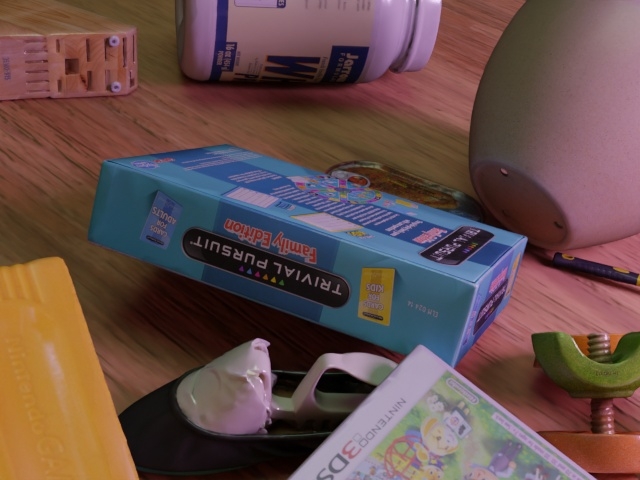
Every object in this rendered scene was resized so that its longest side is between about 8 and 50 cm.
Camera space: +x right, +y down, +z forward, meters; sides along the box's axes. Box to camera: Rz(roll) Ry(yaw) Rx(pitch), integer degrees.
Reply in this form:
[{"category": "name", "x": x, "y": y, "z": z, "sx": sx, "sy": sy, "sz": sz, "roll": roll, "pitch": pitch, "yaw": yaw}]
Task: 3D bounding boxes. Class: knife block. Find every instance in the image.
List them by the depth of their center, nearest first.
[{"category": "knife block", "x": -0.393, "y": -0.276, "z": 1.350, "sx": 0.276, "sy": 0.088, "sz": 0.242, "roll": -5, "pitch": 36, "yaw": -17}]

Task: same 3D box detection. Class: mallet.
[{"category": "mallet", "x": 0.339, "y": 0.039, "z": 1.068, "sx": 0.190, "sy": 0.039, "sz": 0.062, "roll": 20, "pitch": 35, "yaw": 26}]

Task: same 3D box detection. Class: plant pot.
[{"category": "plant pot", "x": 0.266, "y": -0.101, "z": 1.090, "sx": 0.284, "sy": 0.284, "sz": 0.191, "roll": 33, "pitch": 70, "yaw": 33}]

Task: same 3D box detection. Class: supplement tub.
[{"category": "supplement tub", "x": -0.023, "y": -0.327, "z": 1.363, "sx": 0.325, "sy": 0.235, "sz": 0.235, "roll": -1, "pitch": 34, "yaw": -11}]

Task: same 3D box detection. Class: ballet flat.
[{"category": "ballet flat", "x": -0.024, "y": 0.124, "z": 0.813, "sx": 0.280, "sy": 0.096, "sz": 0.095, "roll": 0, "pitch": 35, "yaw": -10}]

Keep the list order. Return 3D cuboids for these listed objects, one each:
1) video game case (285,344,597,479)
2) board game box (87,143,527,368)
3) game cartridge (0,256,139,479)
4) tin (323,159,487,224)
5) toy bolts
[{"category": "video game case", "x": 0.092, "y": 0.197, "z": 0.708, "sx": 0.212, "sy": 0.023, "sz": 0.193, "roll": 38, "pitch": 58, "yaw": 18}, {"category": "board game box", "x": 0.000, "y": 0.000, "z": 0.948, "sx": 0.336, "sy": 0.079, "sz": 0.254, "roll": 19, "pitch": 14, "yaw": 17}, {"category": "game cartridge", "x": -0.266, "y": 0.162, "z": 0.609, "sx": 0.324, "sy": 0.052, "sz": 0.285, "roll": -12, "pitch": 69, "yaw": -34}, {"category": "tin", "x": 0.088, "y": -0.034, "z": 1.126, "sx": 0.190, "sy": 0.040, "sz": 0.106, "roll": 23, "pitch": 33, "yaw": 22}, {"category": "toy bolts", "x": 0.284, "y": 0.154, "z": 0.840, "sx": 0.228, "sy": 0.158, "sz": 0.218, "roll": -2, "pitch": -7, "yaw": 4}]
